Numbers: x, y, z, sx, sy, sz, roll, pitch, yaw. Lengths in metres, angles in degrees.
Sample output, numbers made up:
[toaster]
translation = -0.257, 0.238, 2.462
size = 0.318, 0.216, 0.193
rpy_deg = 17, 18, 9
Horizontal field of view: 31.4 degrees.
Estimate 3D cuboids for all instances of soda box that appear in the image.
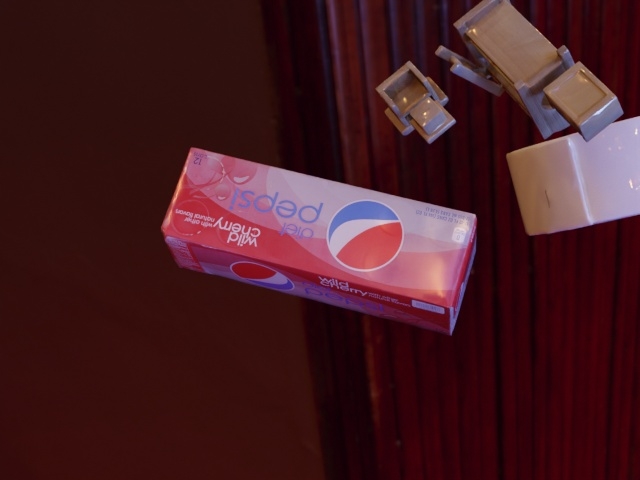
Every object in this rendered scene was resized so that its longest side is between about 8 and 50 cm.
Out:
[soda box]
translation = 0.000, 0.000, 0.998
size = 0.263, 0.083, 0.092
rpy_deg = 14, 71, 12

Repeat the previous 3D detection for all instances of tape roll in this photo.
[tape roll]
translation = 0.357, -0.086, 1.280
size = 0.286, 0.100, 0.286
rpy_deg = -14, 1, 0

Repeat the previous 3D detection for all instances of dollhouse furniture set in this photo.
[dollhouse furniture set]
translation = 0.171, -0.112, 1.071
size = 0.161, 0.101, 0.182
rpy_deg = -38, 53, 5
